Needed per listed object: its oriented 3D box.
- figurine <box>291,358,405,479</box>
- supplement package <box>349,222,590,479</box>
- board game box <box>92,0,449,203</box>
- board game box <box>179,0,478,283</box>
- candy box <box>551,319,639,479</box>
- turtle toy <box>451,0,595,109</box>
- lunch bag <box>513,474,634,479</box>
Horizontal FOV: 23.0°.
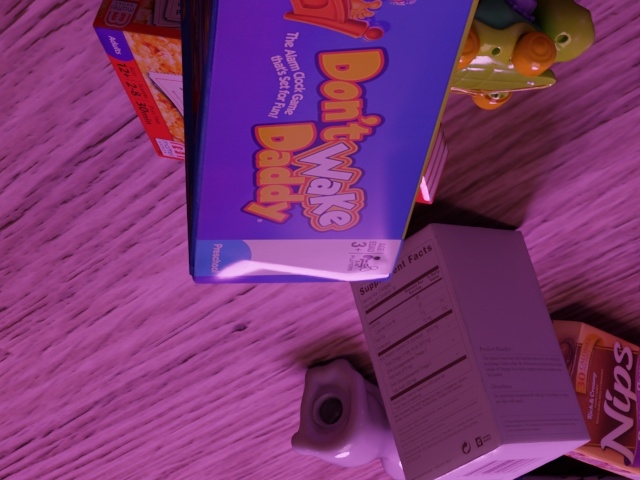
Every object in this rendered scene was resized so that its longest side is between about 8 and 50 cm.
[{"bbox_3d":[0.109,0.167,1.448,0.215,0.092,0.209,-19,150,25],"label":"figurine"},{"bbox_3d":[0.111,0.089,1.201,0.105,0.179,0.105,4,151,-41],"label":"supplement package"},{"bbox_3d":[-0.026,-0.093,0.968,0.193,0.045,0.147,10,153,18],"label":"board game box"},{"bbox_3d":[-0.010,-0.191,0.573,0.078,0.347,0.233,0,149,-8],"label":"board game box"},{"bbox_3d":[0.261,0.147,1.394,0.187,0.109,0.053,22,167,-37],"label":"candy box"},{"bbox_3d":[0.109,-0.125,0.970,0.130,0.066,0.095,3,167,-16],"label":"turtle toy"},{"bbox_3d":[0.319,0.393,1.674,0.328,0.239,0.385,2,161,17],"label":"lunch bag"}]
